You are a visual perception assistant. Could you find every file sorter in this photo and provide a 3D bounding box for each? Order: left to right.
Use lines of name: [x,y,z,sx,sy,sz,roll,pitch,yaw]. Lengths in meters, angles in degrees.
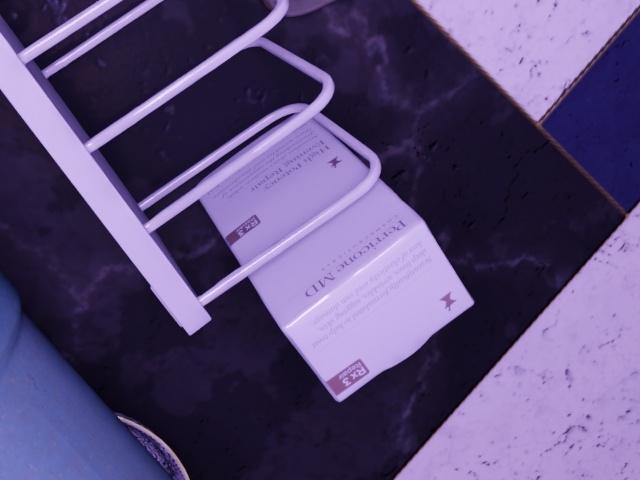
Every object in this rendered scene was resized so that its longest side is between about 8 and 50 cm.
file sorter: [-0.114,-0.124,0.687,0.173,0.193,0.278,-36,122,-6]

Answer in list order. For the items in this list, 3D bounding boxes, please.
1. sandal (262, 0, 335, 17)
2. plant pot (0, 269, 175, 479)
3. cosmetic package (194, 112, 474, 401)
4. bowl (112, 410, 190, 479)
sandal: [0.052,-0.234,0.774,0.219,0.060,0.090,-24,120,-4]
plant pot: [-0.241,0.198,0.663,0.341,0.341,0.334,-41,111,0]
cosmetic package: [0.000,0.000,0.764,0.117,0.231,0.085,-37,121,-3]
bowl: [-0.185,0.200,0.862,0.170,0.080,0.170,-1,106,-4]
